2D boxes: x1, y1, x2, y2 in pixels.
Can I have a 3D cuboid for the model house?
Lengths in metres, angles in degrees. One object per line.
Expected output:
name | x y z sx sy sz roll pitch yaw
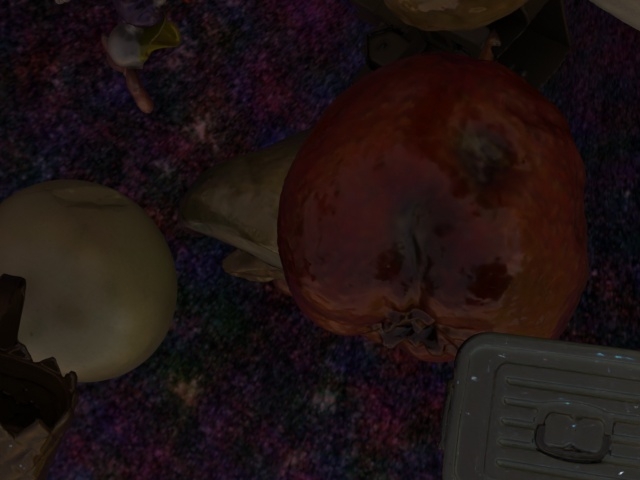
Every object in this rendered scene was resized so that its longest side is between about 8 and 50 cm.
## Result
model house | 0.127 -0.252 0.992 0.243 0.211 0.204 36 174 29

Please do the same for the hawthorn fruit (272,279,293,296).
hawthorn fruit | 0.000 0.000 1.366 0.194 0.157 0.157 -31 107 12

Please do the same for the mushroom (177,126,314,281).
mushroom | -0.042 -0.068 1.039 0.211 0.218 0.292 26 167 -12

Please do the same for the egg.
egg | -0.279 0.042 0.981 0.269 0.219 0.219 43 131 32

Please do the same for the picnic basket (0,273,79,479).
picnic basket | -0.264 0.114 0.692 0.137 0.128 0.179 14 106 -17

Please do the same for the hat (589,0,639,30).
hat | 0.390 -0.279 0.825 0.301 0.168 0.258 21 120 -4

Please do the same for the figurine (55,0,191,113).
figurine | -0.299 -0.374 1.310 0.154 0.193 0.421 55 170 22

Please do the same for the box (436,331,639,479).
box | 0.121 0.095 0.418 0.122 0.084 0.069 7 166 15

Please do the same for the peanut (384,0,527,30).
peanut | 0.093 -0.158 0.383 0.099 0.099 0.214 49 158 -13

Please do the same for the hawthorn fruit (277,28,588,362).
hawthorn fruit | 0.084 -0.046 0.566 0.207 0.243 0.207 16 162 5
